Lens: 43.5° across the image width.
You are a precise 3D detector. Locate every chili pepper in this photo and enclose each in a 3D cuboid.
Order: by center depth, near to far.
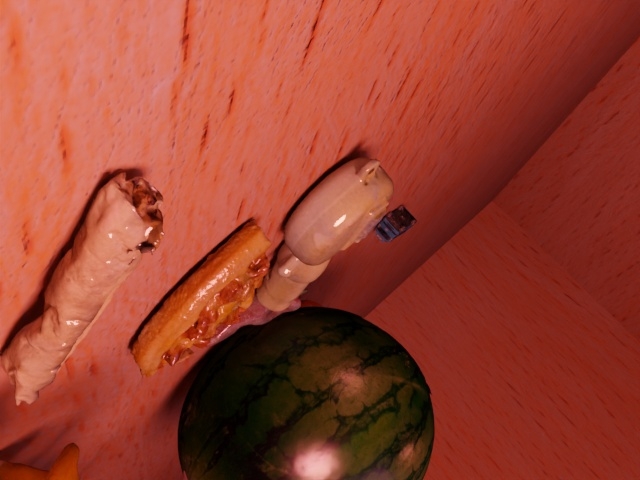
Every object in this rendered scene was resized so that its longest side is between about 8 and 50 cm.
[{"bbox_3d":[-0.077,0.083,0.960,0.153,0.041,0.050,-21,140,-26],"label":"chili pepper"}]

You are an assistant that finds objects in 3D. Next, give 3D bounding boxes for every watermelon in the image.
[{"bbox_3d":[-0.016,0.256,1.091,0.363,0.363,0.363,-43,171,-9],"label":"watermelon"}]

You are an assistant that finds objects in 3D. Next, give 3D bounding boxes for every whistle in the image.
[{"bbox_3d":[0.000,0.000,0.845,0.126,0.067,0.258,-34,169,-42],"label":"whistle"}]

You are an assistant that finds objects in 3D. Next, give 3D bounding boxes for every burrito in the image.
[{"bbox_3d":[-0.144,0.034,0.464,0.185,0.041,0.045,-50,-149,29],"label":"burrito"}]

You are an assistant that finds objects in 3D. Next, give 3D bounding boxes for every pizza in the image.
[{"bbox_3d":[-0.094,0.053,0.731,0.175,0.046,0.134,-48,170,20],"label":"pizza"}]

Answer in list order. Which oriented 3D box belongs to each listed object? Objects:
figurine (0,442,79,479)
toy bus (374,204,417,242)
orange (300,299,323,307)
[{"bbox_3d":[-0.232,0.352,0.548,0.387,0.268,0.400,-70,165,-46],"label":"figurine"},{"bbox_3d":[0.126,-0.026,1.348,0.046,0.038,0.083,-46,170,32],"label":"toy bus"},{"bbox_3d":[-0.027,0.136,1.291,0.083,0.083,0.083,-43,171,-9],"label":"orange"}]
